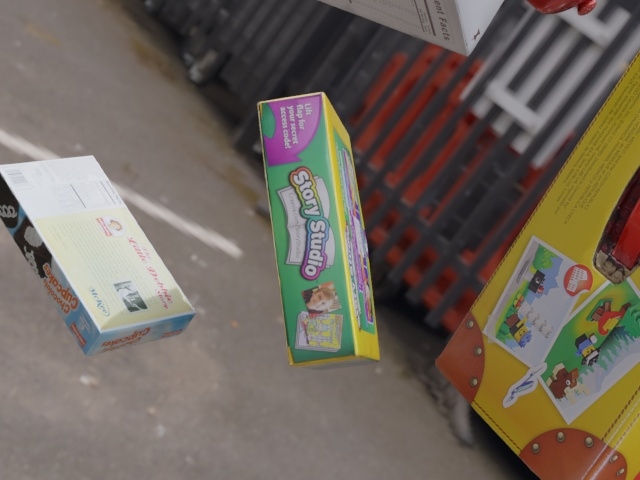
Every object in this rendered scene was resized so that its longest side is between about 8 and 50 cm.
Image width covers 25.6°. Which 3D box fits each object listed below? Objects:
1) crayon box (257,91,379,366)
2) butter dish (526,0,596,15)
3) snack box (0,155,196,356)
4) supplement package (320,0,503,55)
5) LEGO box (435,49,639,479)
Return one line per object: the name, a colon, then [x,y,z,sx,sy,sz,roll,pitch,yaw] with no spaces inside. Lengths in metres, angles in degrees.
crayon box: [0.000,0.000,2.029,0.313,0.106,0.363,37,45,-79]
butter dish: [0.397,-0.413,2.262,0.118,0.160,0.160,54,35,10]
snack box: [-0.343,0.015,2.091,0.187,0.060,0.322,-10,57,-48]
supplement package: [0.035,-0.269,1.112,0.244,0.134,0.139,25,-17,23]
LEGO box: [0.391,-0.019,1.209,0.372,0.500,0.193,12,26,-45]
